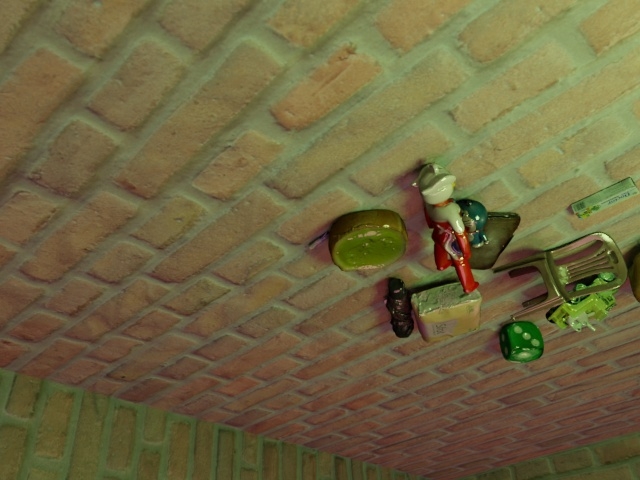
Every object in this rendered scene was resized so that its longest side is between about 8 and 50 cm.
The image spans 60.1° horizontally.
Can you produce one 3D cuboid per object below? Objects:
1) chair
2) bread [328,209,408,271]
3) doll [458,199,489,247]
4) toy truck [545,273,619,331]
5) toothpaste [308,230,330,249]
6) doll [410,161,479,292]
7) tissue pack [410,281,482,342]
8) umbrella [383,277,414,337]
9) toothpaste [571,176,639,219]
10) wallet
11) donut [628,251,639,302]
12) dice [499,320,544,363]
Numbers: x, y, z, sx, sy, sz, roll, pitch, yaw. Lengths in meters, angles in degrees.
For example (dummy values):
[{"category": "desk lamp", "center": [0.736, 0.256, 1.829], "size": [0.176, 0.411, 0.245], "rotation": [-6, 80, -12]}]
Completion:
[{"category": "chair", "center": [0.710, 0.103, 1.630], "size": [0.326, 0.176, 0.183], "rotation": [-27, 167, 30]}, {"category": "bread", "center": [0.132, 0.005, 1.558], "size": [0.235, 0.070, 0.236], "rotation": [-4, 143, -3]}, {"category": "doll", "center": [0.406, -0.049, 1.489], "size": [0.085, 0.114, 0.152], "rotation": [-38, 136, -18]}, {"category": "toy truck", "center": [0.860, 0.207, 1.772], "size": [0.259, 0.135, 0.128], "rotation": [-27, 152, -28]}, {"category": "toothpaste", "center": [0.000, 0.000, 1.590], "size": [0.083, 0.015, 0.024], "rotation": [-37, 131, 29]}, {"category": "doll", "center": [0.323, -0.040, 1.437], "size": [0.099, 0.188, 0.384], "rotation": [-31, 129, -9]}, {"category": "tissue pack", "center": [0.418, 0.231, 1.828], "size": [0.214, 0.123, 0.257], "rotation": [-17, 146, 6]}, {"category": "umbrella", "center": [0.269, 0.234, 1.858], "size": [0.090, 0.094, 0.326], "rotation": [-20, 143, -2]}, {"category": "toothpaste", "center": [0.763, -0.112, 1.489], "size": [0.164, 0.034, 0.046], "rotation": [-29, 139, 30]}, {"category": "wallet", "center": [0.487, 0.007, 1.626], "size": [0.137, 0.031, 0.255], "rotation": [3, 143, -9]}, {"category": "donut", "center": [1.127, 0.085, 1.663], "size": [0.359, 0.170, 0.360], "rotation": [-2, 153, -1]}, {"category": "dice", "center": [0.749, 0.381, 2.068], "size": [0.128, 0.120, 0.131], "rotation": [-5, 145, -1]}]
